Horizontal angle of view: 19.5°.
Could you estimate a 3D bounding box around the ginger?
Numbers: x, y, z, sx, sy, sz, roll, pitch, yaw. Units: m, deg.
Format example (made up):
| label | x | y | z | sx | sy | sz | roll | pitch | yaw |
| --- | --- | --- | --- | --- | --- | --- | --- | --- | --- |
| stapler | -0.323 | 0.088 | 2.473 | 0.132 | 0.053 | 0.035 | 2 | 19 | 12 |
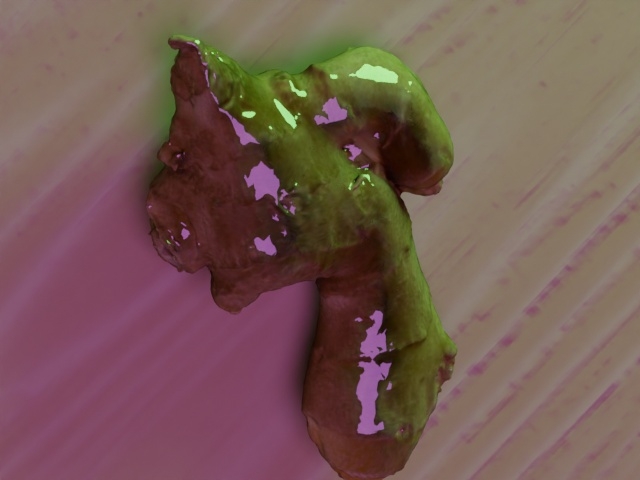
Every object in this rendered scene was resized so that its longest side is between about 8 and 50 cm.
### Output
| label | x | y | z | sx | sy | sz | roll | pitch | yaw |
| --- | --- | --- | --- | --- | --- | --- | --- | --- | --- |
| ginger | -0.007 | 0.008 | 0.781 | 0.133 | 0.059 | 0.214 | -11 | 113 | -24 |
